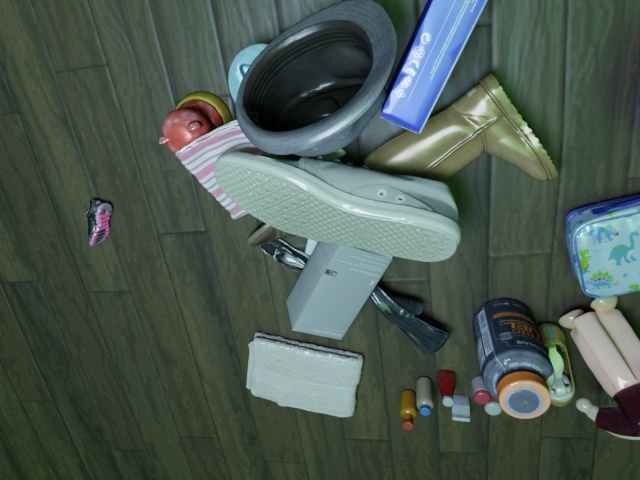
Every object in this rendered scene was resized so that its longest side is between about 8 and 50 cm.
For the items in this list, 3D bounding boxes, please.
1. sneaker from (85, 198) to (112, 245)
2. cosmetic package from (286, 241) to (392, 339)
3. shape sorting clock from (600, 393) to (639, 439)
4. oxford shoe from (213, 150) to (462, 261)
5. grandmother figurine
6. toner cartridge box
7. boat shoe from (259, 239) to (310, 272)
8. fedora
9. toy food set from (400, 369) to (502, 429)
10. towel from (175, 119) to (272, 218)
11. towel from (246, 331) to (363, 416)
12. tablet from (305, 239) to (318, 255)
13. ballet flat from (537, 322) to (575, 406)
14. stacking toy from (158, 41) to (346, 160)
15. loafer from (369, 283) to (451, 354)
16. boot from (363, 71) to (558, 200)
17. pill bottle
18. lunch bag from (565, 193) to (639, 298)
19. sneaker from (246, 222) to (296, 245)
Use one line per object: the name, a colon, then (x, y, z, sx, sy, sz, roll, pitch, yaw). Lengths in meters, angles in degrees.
sneaker: (-0.516, -0.044, 1.119, 0.057, 0.047, 0.119, 31, 115, 14)
cosmetic package: (0.032, 0.086, 1.022, 0.127, 0.107, 0.237, 14, 117, -22)
shape sorting clock: (0.665, 0.330, 0.977, 0.206, 0.206, 0.040, -34, 92, 23)
oxford shoe: (0.032, -0.081, 0.874, 0.450, 0.130, 0.169, 14, 150, 6)
grandmother figurine: (0.575, 0.275, 0.895, 0.104, 0.342, 0.208, 21, 127, -36)
toner cartridge box: (0.201, -0.355, 0.763, 0.075, 0.165, 0.347, 24, 118, -1)
boat shoe: (-0.081, 0.033, 1.068, 0.125, 0.038, 0.046, 28, 124, -2)
fedora: (0.006, -0.228, 0.766, 0.276, 0.243, 0.124, -30, 149, 14)
toy food set: (0.302, 0.376, 1.120, 0.232, 0.104, 0.111, 3, 115, 9)
towel: (-0.157, -0.126, 0.924, 0.144, 0.029, 0.197, -24, 134, 14)
towel: (-0.043, 0.331, 1.198, 0.282, 0.049, 0.187, 10, 117, 6)
tablet: (0.000, 0.000, 1.057, 0.054, 0.006, 0.083, 16, 116, 4)
ballet flat: (0.507, 0.289, 1.059, 0.080, 0.073, 0.232, -15, 111, 18)
stacking toy: (-0.125, -0.196, 0.919, 0.309, 0.130, 0.279, -30, 106, 22)
loafer: (0.188, 0.154, 1.061, 0.223, 0.076, 0.078, 42, 101, -8)
boot: (0.256, -0.140, 0.904, 0.270, 0.089, 0.236, -35, 101, 26)
pill bottle: (0.378, 0.230, 0.959, 0.131, 0.245, 0.130, 4, 116, 9)
lunch bag: (0.578, 0.002, 0.900, 0.219, 0.090, 0.176, -16, 112, 17)
sneaker: (-0.072, -0.028, 1.022, 0.188, 0.066, 0.071, -33, 102, 23)
